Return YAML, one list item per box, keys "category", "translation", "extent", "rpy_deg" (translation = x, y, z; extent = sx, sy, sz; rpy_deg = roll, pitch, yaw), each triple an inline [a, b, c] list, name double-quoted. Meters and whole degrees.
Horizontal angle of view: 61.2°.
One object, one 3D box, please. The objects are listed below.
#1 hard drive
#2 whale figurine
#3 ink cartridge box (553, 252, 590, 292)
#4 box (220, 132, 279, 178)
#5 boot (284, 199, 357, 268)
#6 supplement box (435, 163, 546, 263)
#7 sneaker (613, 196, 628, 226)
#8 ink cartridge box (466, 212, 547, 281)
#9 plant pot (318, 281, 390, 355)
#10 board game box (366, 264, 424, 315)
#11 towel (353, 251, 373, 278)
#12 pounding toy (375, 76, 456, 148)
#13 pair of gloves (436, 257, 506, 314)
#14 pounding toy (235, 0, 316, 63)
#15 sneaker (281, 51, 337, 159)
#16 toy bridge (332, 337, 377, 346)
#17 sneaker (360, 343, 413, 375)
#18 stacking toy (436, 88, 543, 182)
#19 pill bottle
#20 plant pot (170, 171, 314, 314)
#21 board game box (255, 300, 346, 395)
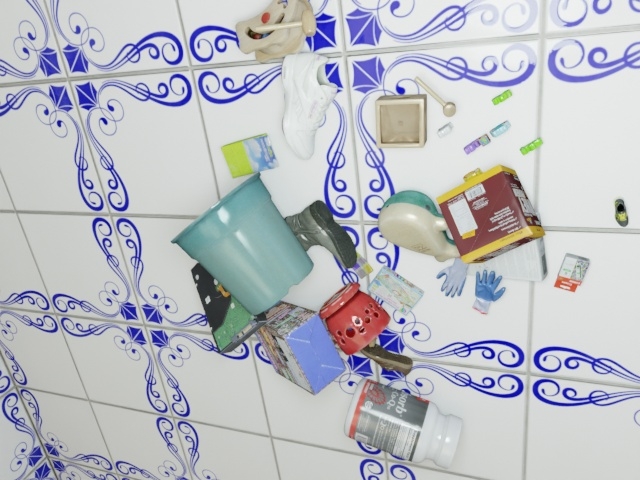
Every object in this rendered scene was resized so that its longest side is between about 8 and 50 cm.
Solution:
- category: "hard drive"
  translation: [-0.319, 0.184, 1.856]
  extent: [0.237, 0.064, 0.339]
  rpy_deg: [-43, 60, 34]
- category: "whale figurine"
  translation: [0.295, -0.042, 1.552]
  extent: [0.272, 0.141, 0.216]
  rpy_deg: [32, 149, -21]
- category: "ink cartridge box"
  translation: [0.693, 0.096, 1.498]
  extent: [0.062, 0.029, 0.115]
  rpy_deg: [16, 120, 15]
- category: "box"
  translation: [-0.214, -0.265, 1.690]
  extent: [0.178, 0.042, 0.109]
  rpy_deg: [-9, 112, 27]
- category: "boot"
  translation: [0.000, 0.000, 1.724]
  extent: [0.161, 0.083, 0.247]
  rpy_deg: [-31, 93, 40]
- category: "supplement box"
  translation: [0.444, -0.063, 1.417]
  extent: [0.191, 0.129, 0.194]
  rpy_deg: [-29, 72, 32]
- category: "sneaker"
  translation: [0.764, -0.069, 1.379]
  extent: [0.031, 0.035, 0.083]
  rpy_deg: [-15, 109, 29]
- category: "ink cartridge box"
  translation: [0.511, 0.015, 1.535]
  extent: [0.232, 0.066, 0.189]
  rpy_deg: [5, 120, 45]
- category: "plant pot"
  translation: [0.100, 0.245, 1.733]
  extent: [0.174, 0.191, 0.191]
  rpy_deg: [48, 123, -2]
- category: "board game box"
  translation: [0.238, 0.160, 1.727]
  extent: [0.154, 0.026, 0.103]
  rpy_deg: [34, 124, 3]
- category: "towel"
  translation: [0.126, 0.081, 1.744]
  extent: [0.060, 0.009, 0.083]
  rpy_deg: [-35, 99, 34]
- category: "pounding toy"
  translation: [0.253, -0.343, 1.424]
  extent: [0.206, 0.094, 0.181]
  rpy_deg: [2, 114, 16]
- category: "pair of gloves"
  translation: [0.441, 0.130, 1.607]
  extent: [0.198, 0.023, 0.159]
  rpy_deg: [26, 128, 20]
- category: "pounding toy"
  translation: [-0.123, -0.577, 1.401]
  extent: [0.269, 0.155, 0.154]
  rpy_deg: [-2, 81, 36]
- category: "sneaker"
  translation: [-0.029, -0.370, 1.514]
  extent: [0.152, 0.114, 0.305]
  rpy_deg: [8, 118, 20]
- category: "toy bridge"
  translation: [0.110, 0.344, 1.854]
  extent: [0.188, 0.063, 0.026]
  rpy_deg: [-12, 111, 29]
- category: "sneaker"
  translation: [0.217, 0.412, 1.843]
  extent: [0.188, 0.066, 0.071]
  rpy_deg: [19, 122, 14]
- category: "stacking toy"
  translation: [0.435, -0.268, 1.412]
  extent: [0.221, 0.052, 0.167]
  rpy_deg: [-29, 103, 30]
- category: "pill bottle"
  translation: [0.279, 0.624, 1.841]
  extent: [0.362, 0.210, 0.210]
  rpy_deg: [17, 121, 14]
- category: "plant pot"
  translation: [-0.217, 0.026, 1.657]
  extent: [0.341, 0.341, 0.334]
  rpy_deg: [-34, 98, 33]
- category: "board game box"
  translation: [-0.082, 0.349, 1.812]
  extent: [0.291, 0.141, 0.232]
  rpy_deg: [5, 124, 60]
